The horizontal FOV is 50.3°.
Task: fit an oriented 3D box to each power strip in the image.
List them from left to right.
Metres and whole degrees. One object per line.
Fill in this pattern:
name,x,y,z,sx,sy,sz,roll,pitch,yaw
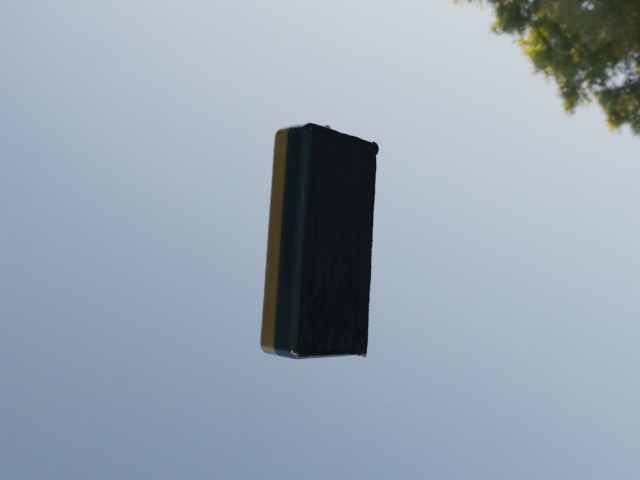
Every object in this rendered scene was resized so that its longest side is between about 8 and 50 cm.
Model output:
power strip,0.000,0.000,0.365,0.056,0.032,0.123,7,-94,-44
